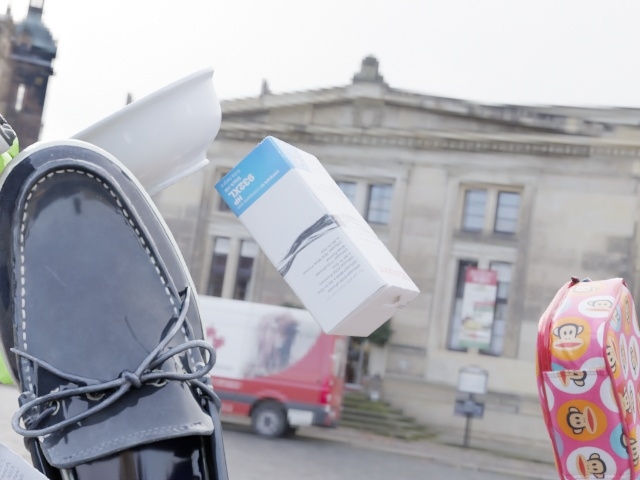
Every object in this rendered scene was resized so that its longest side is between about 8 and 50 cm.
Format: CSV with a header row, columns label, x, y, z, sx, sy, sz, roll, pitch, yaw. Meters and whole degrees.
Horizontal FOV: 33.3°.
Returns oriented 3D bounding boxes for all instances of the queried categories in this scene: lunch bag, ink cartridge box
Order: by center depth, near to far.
label,x,y,z,sx,sy,sz,roll,pitch,yaw
lunch bag,0.399,0.203,1.509,0.120,0.293,0.258,-5,18,28
ink cartridge box,0.000,0.000,1.728,0.307,0.129,0.223,52,11,16

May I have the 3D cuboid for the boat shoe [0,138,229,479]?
label,x,y,z,sx,sy,sz,roll,pitch,yaw
boat shoe,-0.168,0.146,0.913,0.186,0.500,0.156,-10,-8,-19

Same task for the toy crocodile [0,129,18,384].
label,x,y,z,sx,sy,sz,roll,pitch,yaw
toy crocodile,-0.371,0.002,1.233,0.105,0.341,0.115,-14,-10,11

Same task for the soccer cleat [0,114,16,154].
label,x,y,z,sx,sy,sz,roll,pitch,yaw
soccer cleat,-0.371,-0.114,1.009,0.109,0.116,0.318,60,-12,-24

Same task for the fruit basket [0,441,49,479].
label,x,y,z,sx,sy,sz,roll,pitch,yaw
fruit basket,-0.216,0.301,0.693,0.353,0.327,0.165,25,8,40

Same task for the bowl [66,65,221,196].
label,x,y,z,sx,sy,sz,roll,pitch,yaw
bowl,-0.266,-0.143,1.653,0.297,0.134,0.298,-28,7,4
